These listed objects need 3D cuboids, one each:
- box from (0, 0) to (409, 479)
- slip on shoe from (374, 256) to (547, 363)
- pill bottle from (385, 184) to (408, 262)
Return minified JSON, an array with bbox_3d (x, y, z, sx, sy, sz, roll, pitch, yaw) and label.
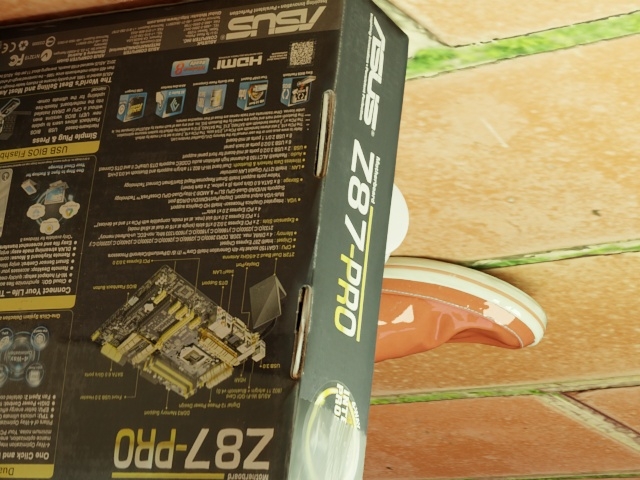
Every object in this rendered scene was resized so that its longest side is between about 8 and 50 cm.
[{"bbox_3d":[-0.150,0.016,1.166,0.395,0.318,0.097,-4,157,29],"label":"box"},{"bbox_3d":[0.024,0.072,1.586,0.331,0.101,0.123,3,158,9],"label":"slip on shoe"},{"bbox_3d":[0.000,0.000,1.408,0.087,0.087,0.160,15,159,-21],"label":"pill bottle"}]
